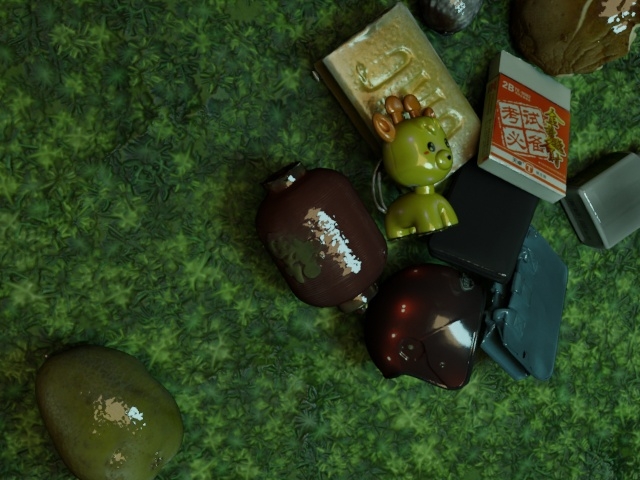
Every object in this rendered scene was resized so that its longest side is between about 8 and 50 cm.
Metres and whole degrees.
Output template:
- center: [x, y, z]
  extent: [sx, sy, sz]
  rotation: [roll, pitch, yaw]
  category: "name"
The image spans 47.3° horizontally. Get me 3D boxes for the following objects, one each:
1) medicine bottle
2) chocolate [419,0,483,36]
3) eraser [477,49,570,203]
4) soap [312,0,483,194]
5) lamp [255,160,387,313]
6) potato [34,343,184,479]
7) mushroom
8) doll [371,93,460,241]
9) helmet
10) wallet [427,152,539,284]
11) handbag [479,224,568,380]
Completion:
- center: [0.536, -0.087, 1.301]
  extent: [0.188, 0.088, 0.132]
  rotation: [-32, 101, -9]
  category: "medicine bottle"
- center: [0.245, -0.451, 1.194]
  extent: [0.110, 0.110, 0.248]
  rotation: [34, 87, -14]
  category: "chocolate"
- center: [0.343, -0.191, 1.215]
  extent: [0.157, 0.038, 0.230]
  rotation: [23, 60, -18]
  category: "eraser"
- center: [0.134, -0.224, 1.192]
  extent: [0.173, 0.089, 0.274]
  rotation: [-39, 104, -7]
  category: "soap"
- center: [0.000, 0.000, 1.142]
  extent: [0.180, 0.180, 0.258]
  rotation: [-33, 104, -9]
  category: "lamp"
- center: [-0.322, 0.256, 1.088]
  extent: [0.251, 0.159, 0.174]
  rotation: [49, 59, -4]
  category: "potato"
- center: [0.487, -0.371, 1.229]
  extent: [0.302, 0.208, 0.233]
  rotation: [17, 119, -20]
  category: "mushroom"
- center: [0.143, -0.113, 1.113]
  extent: [0.143, 0.135, 0.220]
  rotation: [-17, 97, -40]
  category: "doll"
- center: [0.171, 0.135, 1.175]
  extent: [0.216, 0.189, 0.193]
  rotation: [-37, 96, 21]
  category: "helmet"
- center: [0.277, -0.052, 1.204]
  extent: [0.149, 0.044, 0.250]
  rotation: [21, 61, 11]
  category: "wallet"
- center: [0.336, 0.104, 1.211]
  extent: [0.179, 0.062, 0.229]
  rotation: [41, 56, -37]
  category: "handbag"
